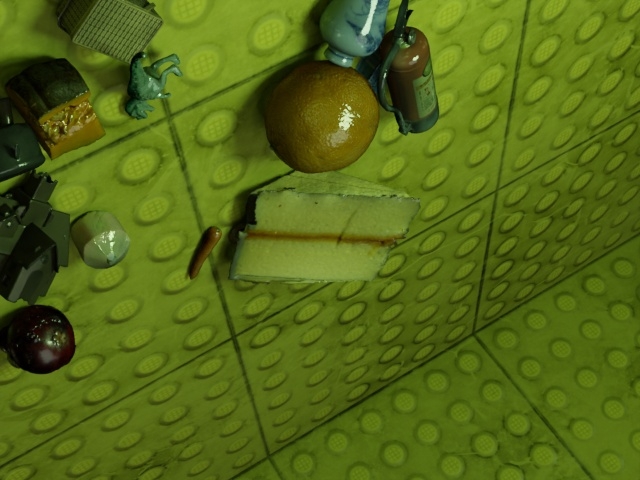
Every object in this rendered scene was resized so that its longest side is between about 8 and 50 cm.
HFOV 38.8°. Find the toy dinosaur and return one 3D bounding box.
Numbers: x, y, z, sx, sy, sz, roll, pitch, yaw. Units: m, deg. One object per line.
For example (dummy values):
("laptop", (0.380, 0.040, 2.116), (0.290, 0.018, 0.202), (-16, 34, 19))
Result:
("toy dinosaur", (-0.308, -0.324, 1.718), (0.129, 0.076, 0.383), (-38, 176, -18))

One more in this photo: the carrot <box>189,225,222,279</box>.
("carrot", (-0.304, 0.035, 2.345), (0.037, 0.037, 0.190), (-4, 140, -43))

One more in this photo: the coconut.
("coconut", (-0.485, 0.004, 2.022), (0.116, 0.122, 0.116), (-25, 147, -18))

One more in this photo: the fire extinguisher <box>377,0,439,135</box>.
("fire extinguisher", (0.202, -0.365, 2.089), (0.113, 0.200, 0.376), (-1, 153, 12))

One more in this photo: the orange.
("orange", (-0.001, -0.273, 2.042), (0.264, 0.264, 0.264), (-26, 148, -18))

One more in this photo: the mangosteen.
("mangosteen", (-0.670, 0.237, 2.131), (0.180, 0.166, 0.166), (-21, 157, 26))

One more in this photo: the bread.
("bread", (0.000, 0.000, 2.318), (0.242, 0.405, 0.345), (-38, 145, -44))

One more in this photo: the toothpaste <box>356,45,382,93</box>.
("toothpaste", (0.089, -0.353, 2.202), (0.066, 0.053, 0.272), (-3, 135, -50))

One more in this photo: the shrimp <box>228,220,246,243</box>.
("shrimp", (-0.201, -0.031, 2.370), (0.059, 0.023, 0.108), (15, 122, -44))

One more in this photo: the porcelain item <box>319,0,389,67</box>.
("porcelain item", (0.085, -0.496, 1.927), (0.141, 0.141, 0.259), (-2, 125, -44))

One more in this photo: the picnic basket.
("picnic basket", (-0.376, -0.398, 1.628), (0.115, 0.079, 0.164), (-49, 148, 19))

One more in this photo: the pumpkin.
("pumpkin", (-0.491, -0.252, 1.685), (0.131, 0.126, 0.248), (-40, 172, -19))

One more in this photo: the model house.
("model house", (-0.595, -0.017, 1.836), (0.211, 0.204, 0.243), (17, 103, -54))

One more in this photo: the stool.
("stool", (-0.610, -0.164, 1.638), (0.228, 0.139, 0.153), (-17, -172, 25))
